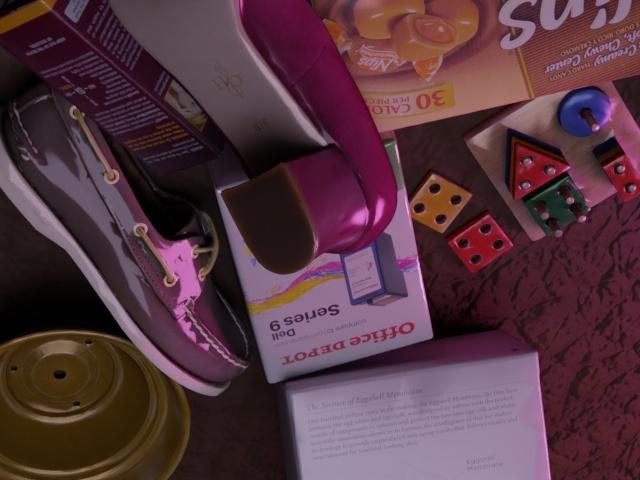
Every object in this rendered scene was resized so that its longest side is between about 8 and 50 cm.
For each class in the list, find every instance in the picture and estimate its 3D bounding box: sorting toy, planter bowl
[{"bbox_3d":[0.207,-0.065,1.365,0.274,0.046,0.132,-32,124,10],"label":"sorting toy"},{"bbox_3d":[-0.227,0.141,1.379,0.217,0.090,0.217,-6,124,-9],"label":"planter bowl"}]

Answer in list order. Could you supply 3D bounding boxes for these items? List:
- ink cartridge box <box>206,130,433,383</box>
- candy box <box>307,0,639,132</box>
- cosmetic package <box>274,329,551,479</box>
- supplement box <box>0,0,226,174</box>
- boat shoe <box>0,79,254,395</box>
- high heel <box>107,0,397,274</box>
[{"bbox_3d":[0.000,0.000,1.335,0.154,0.093,0.212,-14,127,-3],"label":"ink cartridge box"},{"bbox_3d":[0.143,-0.205,1.232,0.316,0.087,0.183,-13,124,-3],"label":"candy box"},{"bbox_3d":[0.084,0.211,1.420,0.224,0.138,0.224,-8,98,-7],"label":"cosmetic package"},{"bbox_3d":[-0.145,-0.148,1.184,0.081,0.104,0.188,-13,136,44],"label":"supplement box"},{"bbox_3d":[-0.144,-0.001,1.292,0.097,0.116,0.324,-31,118,13],"label":"boat shoe"},{"bbox_3d":[-0.052,-0.163,1.164,0.127,0.181,0.377,-14,98,27],"label":"high heel"}]
